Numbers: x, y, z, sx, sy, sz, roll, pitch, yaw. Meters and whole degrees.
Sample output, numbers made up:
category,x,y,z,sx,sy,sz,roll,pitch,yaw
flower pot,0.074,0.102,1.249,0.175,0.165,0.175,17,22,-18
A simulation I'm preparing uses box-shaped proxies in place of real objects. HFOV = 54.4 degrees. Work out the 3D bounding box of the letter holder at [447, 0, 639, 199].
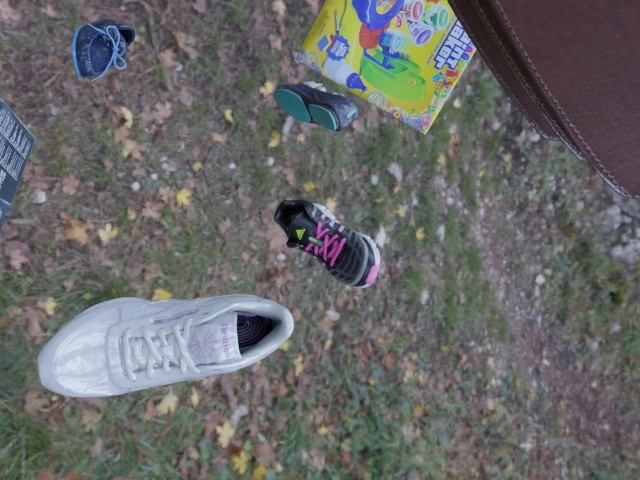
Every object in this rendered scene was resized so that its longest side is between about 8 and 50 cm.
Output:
category,x,y,z,sx,sy,sz,roll,pitch,yaw
letter holder,0.165,-0.183,0.425,0.302,0.214,0.152,53,45,-20

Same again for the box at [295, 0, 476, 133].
category,x,y,z,sx,sy,sz,roll,pitch,yaw
box,0.152,-0.395,1.174,0.290,0.279,0.177,-61,179,13

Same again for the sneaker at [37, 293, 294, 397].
category,x,y,z,sx,sy,sz,roll,pitch,yaw
sneaker,-0.176,0.114,0.747,0.305,0.152,0.114,-10,88,-25

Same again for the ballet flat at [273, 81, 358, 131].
category,x,y,z,sx,sy,sz,roll,pitch,yaw
ballet flat,-0.004,-0.239,1.088,0.074,0.203,0.074,-17,121,-30

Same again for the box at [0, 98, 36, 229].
category,x,y,z,sx,sy,sz,roll,pitch,yaw
box,-0.461,-0.077,0.771,0.078,0.147,0.180,68,19,-52

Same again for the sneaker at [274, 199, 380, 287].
category,x,y,z,sx,sy,sz,roll,pitch,yaw
sneaker,0.000,0.000,0.720,0.074,0.170,0.063,15,110,-40

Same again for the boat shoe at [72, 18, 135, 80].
category,x,y,z,sx,sy,sz,roll,pitch,yaw
boat shoe,-0.449,-0.418,1.305,0.258,0.088,0.109,-93,-175,-51
